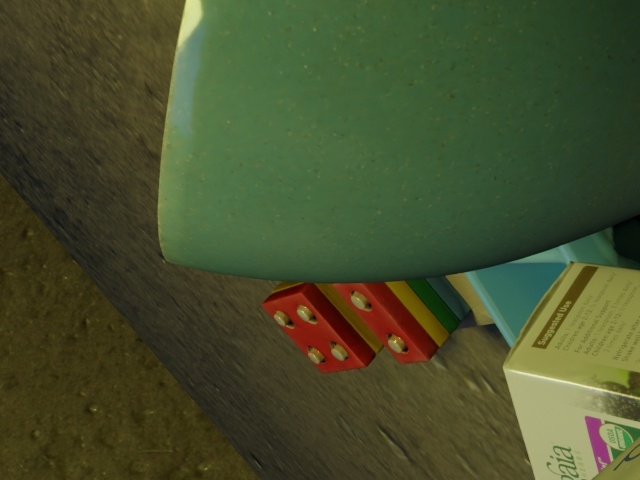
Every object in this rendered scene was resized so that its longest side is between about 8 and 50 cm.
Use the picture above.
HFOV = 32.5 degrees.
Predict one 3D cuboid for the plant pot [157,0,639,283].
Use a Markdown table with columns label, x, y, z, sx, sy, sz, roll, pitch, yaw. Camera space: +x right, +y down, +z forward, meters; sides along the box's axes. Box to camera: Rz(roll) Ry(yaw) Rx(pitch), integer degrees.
| label | x | y | z | sx | sy | sz | roll | pitch | yaw |
| --- | --- | --- | --- | --- | --- | --- | --- | --- | --- |
| plant pot | 0.067 | -0.106 | 0.468 | 0.195 | 0.290 | 0.290 | 15 | 156 | 1 |

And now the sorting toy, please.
| label | x | y | z | sx | sy | sz | roll | pitch | yaw |
| --- | --- | --- | --- | --- | --- | --- | --- | --- | --- |
| sorting toy | 0.000 | 0.000 | 0.923 | 0.255 | 0.089 | 0.257 | 49 | 154 | -11 |

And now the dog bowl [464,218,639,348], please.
| label | x | y | z | sx | sy | sz | roll | pitch | yaw |
| --- | --- | --- | --- | --- | --- | --- | --- | --- | --- |
| dog bowl | 0.143 | -0.008 | 0.696 | 0.297 | 0.074 | 0.166 | 58 | 161 | -10 |

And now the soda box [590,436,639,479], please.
| label | x | y | z | sx | sy | sz | roll | pitch | yaw |
| --- | --- | --- | --- | --- | --- | --- | --- | --- | --- |
| soda box | 0.194 | 0.063 | 0.362 | 0.098 | 0.286 | 0.091 | 53 | 163 | 4 |

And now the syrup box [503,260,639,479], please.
| label | x | y | z | sx | sy | sz | roll | pitch | yaw |
| --- | --- | --- | --- | --- | --- | --- | --- | --- | --- |
| syrup box | 0.218 | 0.086 | 0.533 | 0.237 | 0.096 | 0.093 | 8 | 132 | 37 |
